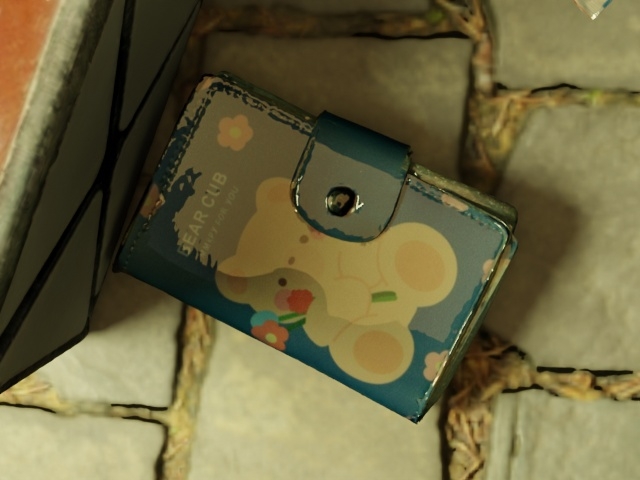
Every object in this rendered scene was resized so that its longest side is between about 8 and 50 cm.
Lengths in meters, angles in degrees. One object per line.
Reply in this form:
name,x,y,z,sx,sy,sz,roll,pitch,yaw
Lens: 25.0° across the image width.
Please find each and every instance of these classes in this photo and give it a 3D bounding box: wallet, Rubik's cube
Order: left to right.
Rubik's cube,-0.219,-0.080,0.732,0.259,0.260,0.254,23,98,5
wallet,0.000,0.000,0.815,0.202,0.059,0.141,26,103,4

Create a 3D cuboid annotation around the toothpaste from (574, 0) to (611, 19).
toothpaste,0.092,-0.199,0.768,0.190,0.031,0.048,42,95,-2
